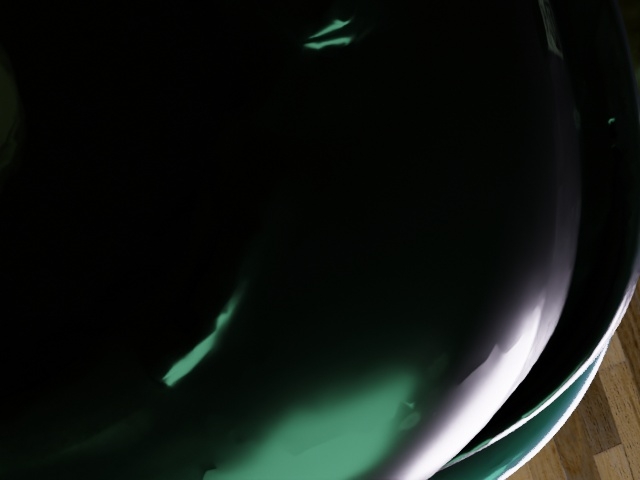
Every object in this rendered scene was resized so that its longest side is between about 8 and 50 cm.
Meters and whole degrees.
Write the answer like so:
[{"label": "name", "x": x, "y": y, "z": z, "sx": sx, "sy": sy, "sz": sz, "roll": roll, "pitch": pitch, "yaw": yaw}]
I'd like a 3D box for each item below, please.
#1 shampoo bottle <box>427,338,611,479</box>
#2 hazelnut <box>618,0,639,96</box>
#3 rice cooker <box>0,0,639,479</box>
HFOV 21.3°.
[{"label": "shampoo bottle", "x": 0.000, "y": 0.000, "z": 1.040, "sx": 0.331, "sy": 0.331, "sz": 0.342, "roll": -18, "pitch": 178, "yaw": -1}, {"label": "hazelnut", "x": 0.147, "y": -0.138, "z": 0.789, "sx": 0.208, "sy": 0.208, "sz": 0.208, "roll": -18, "pitch": 179, "yaw": 0}, {"label": "rice cooker", "x": -0.051, "y": -0.036, "z": 0.440, "sx": 0.267, "sy": 0.267, "sz": 0.224, "roll": -19, "pitch": 176, "yaw": 15}]
